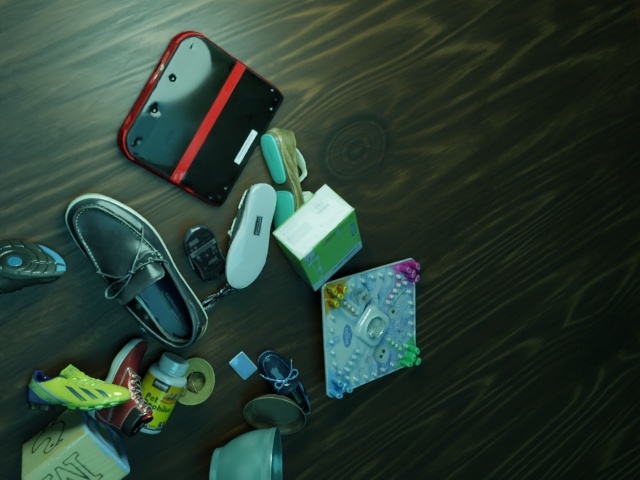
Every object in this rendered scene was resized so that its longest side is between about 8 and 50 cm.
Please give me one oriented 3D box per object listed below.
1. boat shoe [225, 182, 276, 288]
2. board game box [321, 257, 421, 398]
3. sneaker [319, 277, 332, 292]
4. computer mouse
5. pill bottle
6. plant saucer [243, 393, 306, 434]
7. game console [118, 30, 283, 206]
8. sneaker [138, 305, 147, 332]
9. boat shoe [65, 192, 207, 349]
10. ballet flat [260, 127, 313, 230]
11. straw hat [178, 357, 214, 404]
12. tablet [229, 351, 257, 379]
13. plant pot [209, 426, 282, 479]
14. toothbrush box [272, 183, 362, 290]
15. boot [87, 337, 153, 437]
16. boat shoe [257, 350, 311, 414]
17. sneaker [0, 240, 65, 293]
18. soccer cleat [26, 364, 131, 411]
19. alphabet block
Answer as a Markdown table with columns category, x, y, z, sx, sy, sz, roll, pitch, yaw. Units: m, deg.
| category | x | y | z | sx | sy | sz | roll | pitch | yaw |
| --- | --- | --- | --- | --- | --- | --- | --- | --- | --- |
| boat shoe | -0.214 | -0.018 | 1.773 | 0.113 | 0.105 | 0.306 | 10 | 91 | -28 |
| board game box | 0.180 | 0.286 | 2.021 | 0.389 | 0.050 | 0.390 | -14 | 108 | -34 |
| sneaker | 0.060 | 0.181 | 1.980 | 0.065 | 0.061 | 0.158 | -45 | 117 | -16 |
| computer mouse | -0.350 | 0.084 | 1.766 | 0.184 | 0.060 | 0.262 | -40 | 127 | -16 |
| pill bottle | -0.461 | 0.432 | 1.765 | 0.117 | 0.117 | 0.215 | 27 | 90 | -28 |
| plant saucer | -0.142 | 0.540 | 1.940 | 0.198 | 0.036 | 0.199 | 3 | 131 | 4 |
| game console | -0.322 | -0.329 | 1.683 | 0.342 | 0.060 | 0.387 | 30 | 90 | -33 |
| sneaker | -0.494 | 0.231 | 1.739 | 0.135 | 0.052 | 0.058 | 40 | 91 | -25 |
| boat shoe | -0.476 | 0.088 | 1.621 | 0.186 | 0.156 | 0.500 | -35 | 105 | 0 |
| ballet flat | -0.087 | -0.164 | 1.810 | 0.124 | 0.116 | 0.343 | -23 | 108 | -39 |
| straw hat | -0.365 | 0.420 | 1.833 | 0.144 | 0.144 | 0.061 | -56 | 156 | -3 |
| tablet | -0.240 | 0.390 | 1.920 | 0.054 | 0.006 | 0.083 | -41 | 115 | -10 |
| plant pot | -0.228 | 0.722 | 1.878 | 0.196 | 0.293 | 0.293 | -2 | 105 | 3 |
| toothbrush box | 0.000 | 0.000 | 1.785 | 0.206 | 0.122 | 0.283 | -43 | 157 | -9 |
| boot | -0.500 | 0.401 | 1.687 | 0.244 | 0.176 | 0.088 | -65 | 158 | -17 |
| boat shoe | -0.097 | 0.449 | 1.954 | 0.109 | 0.089 | 0.258 | -44 | 117 | -9 |
| sneaker | -0.819 | 0.088 | 1.534 | 0.340 | 0.125 | 0.140 | -2 | 131 | -27 |
| soccer cleat | -0.638 | 0.387 | 1.622 | 0.289 | 0.093 | 0.121 | -2 | 75 | 10 |
| alphabet block | -0.663 | 0.591 | 1.672 | 0.197 | 0.192 | 0.193 | -39 | 114 | -13 |
